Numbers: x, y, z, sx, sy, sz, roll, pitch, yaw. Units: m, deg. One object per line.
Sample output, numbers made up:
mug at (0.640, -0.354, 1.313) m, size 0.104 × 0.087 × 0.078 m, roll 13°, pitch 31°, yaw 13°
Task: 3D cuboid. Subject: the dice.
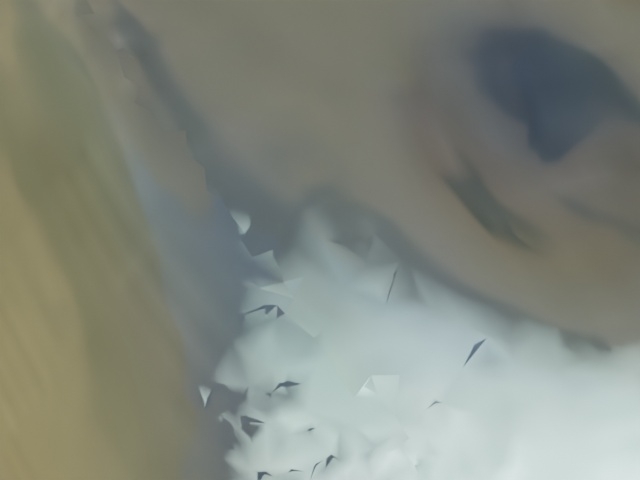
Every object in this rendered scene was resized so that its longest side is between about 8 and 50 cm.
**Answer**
dice at (0.000, 0.000, 0.484) m, size 0.268 × 0.262 × 0.264 m, roll -11°, pitch 152°, yaw -37°
